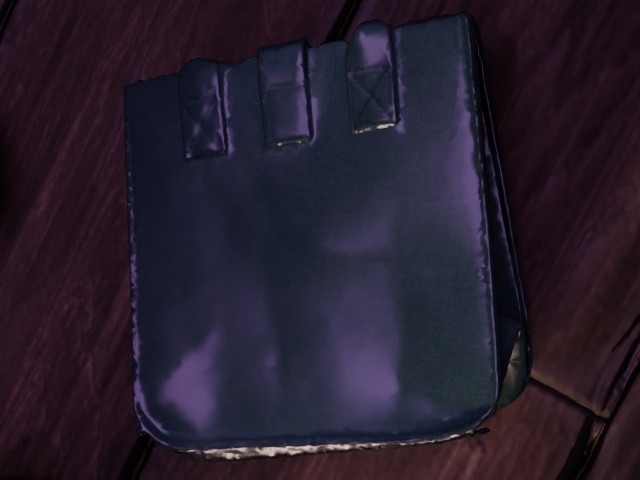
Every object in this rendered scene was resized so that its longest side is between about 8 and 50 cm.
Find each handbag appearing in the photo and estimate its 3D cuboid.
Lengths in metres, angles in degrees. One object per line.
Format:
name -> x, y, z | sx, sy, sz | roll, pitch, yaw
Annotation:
handbag -> 0.002, 0.002, 0.678 | 0.268, 0.100, 0.274 | -11, 82, 23

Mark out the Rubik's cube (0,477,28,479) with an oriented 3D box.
Rubik's cube -> -0.350, 0.317, 0.666 | 0.288, 0.293, 0.283 | -4, 88, 9
